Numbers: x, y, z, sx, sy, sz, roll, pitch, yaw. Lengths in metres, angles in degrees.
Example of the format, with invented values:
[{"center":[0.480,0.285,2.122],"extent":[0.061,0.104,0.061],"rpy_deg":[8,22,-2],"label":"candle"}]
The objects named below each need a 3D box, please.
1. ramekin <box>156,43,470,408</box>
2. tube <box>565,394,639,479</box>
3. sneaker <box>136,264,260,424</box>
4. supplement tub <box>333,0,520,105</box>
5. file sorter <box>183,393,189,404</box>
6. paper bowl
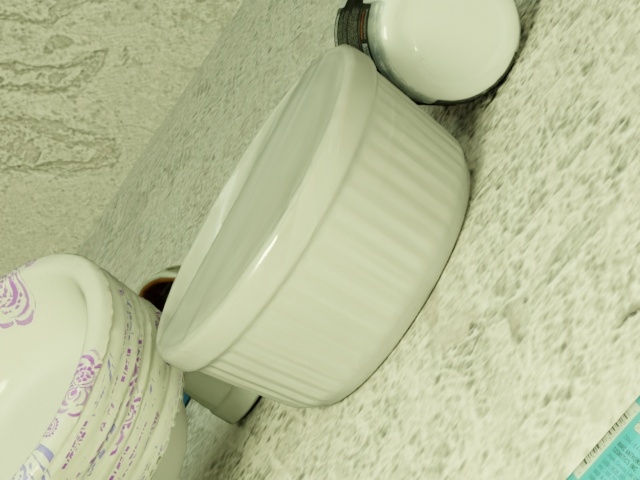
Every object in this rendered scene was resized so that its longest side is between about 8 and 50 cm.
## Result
[{"center":[0.000,0.000,1.369],"extent":[0.273,0.127,0.273],"rpy_deg":[-54,15,21],"label":"ramekin"},{"center":[0.181,0.045,0.780],"extent":[0.207,0.052,0.080],"rpy_deg":[-52,18,6],"label":"tube"},{"center":[-0.092,0.037,1.644],"extent":[0.106,0.123,0.290],"rpy_deg":[-55,12,25],"label":"sneaker"},{"center":[0.077,-0.165,1.474],"extent":[0.117,0.117,0.190],"rpy_deg":[-59,14,-2],"label":"supplement tub"},{"center":[-0.197,0.153,1.810],"extent":[0.170,0.104,0.118],"rpy_deg":[-62,14,-15],"label":"file sorter"},{"center":[-0.218,0.163,1.461],"extent":[0.284,0.148,0.284],"rpy_deg":[-32,37,28],"label":"paper bowl"}]
